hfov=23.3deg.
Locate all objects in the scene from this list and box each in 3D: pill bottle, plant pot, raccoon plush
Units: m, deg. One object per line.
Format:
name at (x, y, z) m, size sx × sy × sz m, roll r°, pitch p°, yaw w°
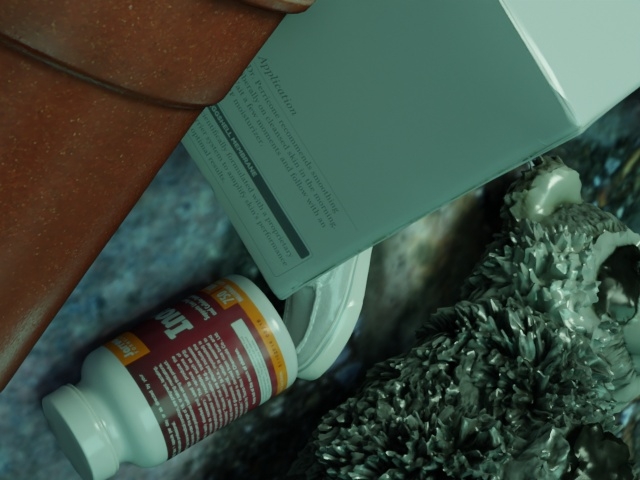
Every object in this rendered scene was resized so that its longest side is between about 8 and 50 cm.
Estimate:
pill bottle at (-0.097, 0.092, 1.000) m, size 0.152 × 0.086 × 0.086 m, roll -30°, pitch 127°, yaw -22°
plant pot at (-0.186, -0.074, 0.753) m, size 0.272 × 0.272 × 0.265 m, roll 19°, pitch 109°, yaw -41°
raccoon plush at (0.050, 0.093, 1.089) m, size 0.446 × 0.299 × 0.216 m, roll 1°, pitch 142°, yaw -5°

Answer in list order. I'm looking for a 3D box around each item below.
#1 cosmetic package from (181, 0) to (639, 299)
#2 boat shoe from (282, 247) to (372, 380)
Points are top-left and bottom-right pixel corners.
cosmetic package at (0.074, -0.104, 0.872) m, size 0.224 × 0.225 × 0.138 m, roll -34°, pitch 94°, yaw -50°
boat shoe at (0.000, 0.000, 1.033) m, size 0.063 × 0.066 × 0.184 m, roll 17°, pitch 96°, yaw -30°
